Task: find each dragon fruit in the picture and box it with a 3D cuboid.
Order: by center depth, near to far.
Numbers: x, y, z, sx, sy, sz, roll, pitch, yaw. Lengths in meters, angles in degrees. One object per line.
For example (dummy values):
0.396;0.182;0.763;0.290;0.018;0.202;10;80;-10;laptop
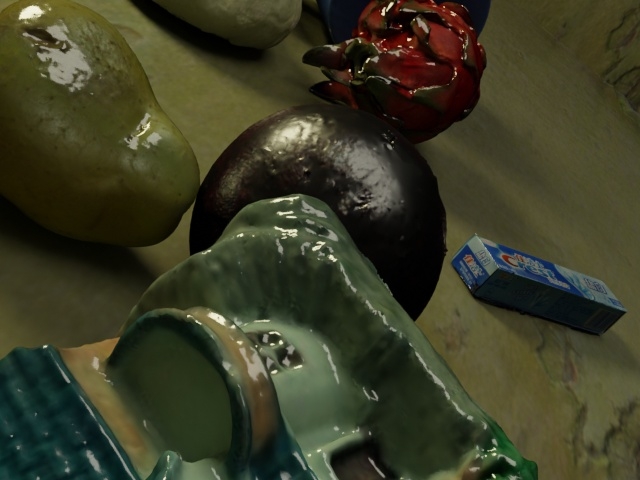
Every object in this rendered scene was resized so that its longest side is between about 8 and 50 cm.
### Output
0.110;-0.226;1.357;0.274;0.192;0.193;-18;70;-48;dragon fruit

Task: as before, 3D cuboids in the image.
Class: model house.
-0.078;0.128;0.528;0.325;0.194;0.267;-7;52;-53;model house

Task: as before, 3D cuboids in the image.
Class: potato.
-0.175;-0.081;0.771;0.194;0.157;0.157;38;25;-10;potato

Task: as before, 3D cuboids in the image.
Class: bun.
-0.143;-0.367;1.284;0.287;0.146;0.287;31;23;-15;bun

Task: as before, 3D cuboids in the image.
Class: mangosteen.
0.000;0.000;0.852;0.211;0.211;0.250;43;-3;5;mangosteen

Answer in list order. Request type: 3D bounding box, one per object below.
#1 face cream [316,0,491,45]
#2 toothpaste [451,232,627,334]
0.109;-0.399;1.567;0.249;0.249;0.225;25;26;-30;face cream
0.278;0.059;1.282;0.272;0.053;0.066;17;34;-40;toothpaste
